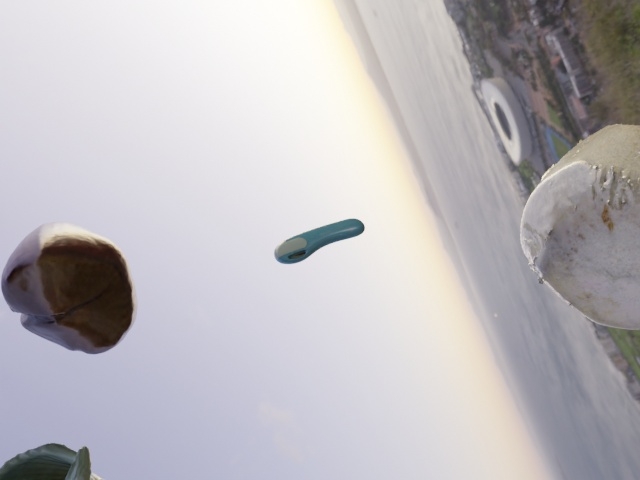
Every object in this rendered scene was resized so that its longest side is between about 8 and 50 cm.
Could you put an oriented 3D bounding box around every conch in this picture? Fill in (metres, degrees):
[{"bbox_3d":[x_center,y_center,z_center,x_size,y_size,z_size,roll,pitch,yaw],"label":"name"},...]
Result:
[{"bbox_3d":[-0.137,0.151,0.269,0.056,0.076,0.085,121,146,-63],"label":"conch"}]

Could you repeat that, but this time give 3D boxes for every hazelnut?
[{"bbox_3d":[-0.383,0.073,0.804,0.181,0.181,0.212,-46,-55,-45],"label":"hazelnut"}]

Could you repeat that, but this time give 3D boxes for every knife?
[{"bbox_3d":[0.000,0.000,1.120,0.064,0.222,0.031,55,152,29],"label":"knife"}]

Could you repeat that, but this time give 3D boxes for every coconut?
[{"bbox_3d":[0.389,-0.026,0.648,0.247,0.245,0.244,-39,-72,-42],"label":"coconut"}]
